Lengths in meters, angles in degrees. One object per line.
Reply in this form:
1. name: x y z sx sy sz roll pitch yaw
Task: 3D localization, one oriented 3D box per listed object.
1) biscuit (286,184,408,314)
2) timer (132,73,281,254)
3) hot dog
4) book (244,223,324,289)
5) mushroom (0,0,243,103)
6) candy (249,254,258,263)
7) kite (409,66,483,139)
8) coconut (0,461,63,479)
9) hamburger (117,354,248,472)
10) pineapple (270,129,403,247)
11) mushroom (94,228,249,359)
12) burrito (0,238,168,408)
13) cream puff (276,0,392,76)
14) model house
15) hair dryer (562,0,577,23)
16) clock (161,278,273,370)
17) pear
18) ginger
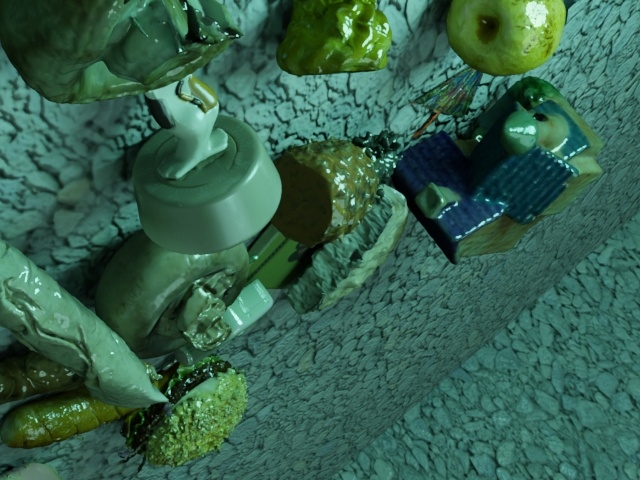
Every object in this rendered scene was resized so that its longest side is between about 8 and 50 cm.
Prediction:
1. biscuit: 0.071 0.013 1.686 0.179 0.084 0.281 -15 146 -51
2. timer: -0.152 -0.133 1.081 0.175 0.175 0.266 -35 141 -19
3. hot dog: -0.365 0.260 1.524 0.286 0.061 0.088 -19 137 -48
4. book: 0.000 0.000 1.704 0.239 0.035 0.352 -48 159 18
5. mushroom: -0.188 -0.209 0.801 0.164 0.190 0.267 -26 -172 10
6. candy: -0.149 0.059 1.446 0.058 0.062 0.194 16 148 -36
7. kite: 0.219 -0.244 1.663 0.189 0.009 0.232 -49 157 18
8. coconut: -0.463 0.508 1.557 0.233 0.245 0.233 -36 161 -15
9. hamburger: -0.238 0.311 1.726 0.261 0.139 0.243 -42 159 -4
10. pineapple: 0.035 -0.096 1.469 0.278 0.158 0.158 -33 160 -54
11. mushroom: -0.189 0.071 1.312 0.226 0.178 0.226 -46 165 -16
12. burrito: -0.320 0.107 1.167 0.392 0.117 0.076 54 42 -49
13. cream puff: 0.018 -0.254 1.165 0.146 0.146 0.116 -12 104 -53
14. model house: 0.286 -0.125 1.696 0.280 0.245 0.312 -6 146 -46
15. hair dryer: 0.391 -0.390 1.634 0.124 0.071 0.219 -43 167 5
16. clock: -0.175 0.142 1.567 0.191 0.062 0.151 -34 -178 25
17. pear: 0.271 -0.318 1.408 0.178 0.178 0.178 -36 158 -17
18. ginger: -0.348 0.181 1.368 0.148 0.081 0.333 -43 158 13
